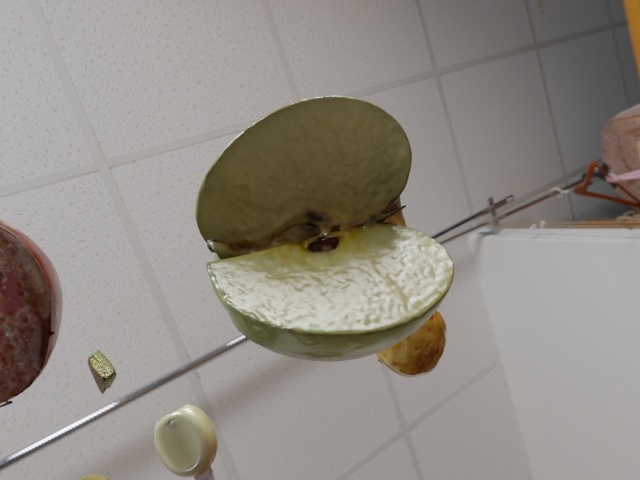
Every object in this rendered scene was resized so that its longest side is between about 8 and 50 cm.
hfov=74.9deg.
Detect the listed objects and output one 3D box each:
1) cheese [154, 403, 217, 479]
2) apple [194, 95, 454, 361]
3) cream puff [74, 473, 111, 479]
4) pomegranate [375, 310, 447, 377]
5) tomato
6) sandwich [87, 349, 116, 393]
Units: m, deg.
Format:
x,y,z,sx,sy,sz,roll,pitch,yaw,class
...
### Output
x,y,z,sx,sy,sz,roll,pitch,yaw,class
-0.280,0.485,0.934,0.137,0.064,0.227,-33,-100,6,cheese
-0.003,0.000,0.518,0.258,0.233,0.295,-17,-103,-8,apple
-0.358,0.506,0.582,0.291,0.257,0.324,22,-114,-17,cream puff
0.249,0.274,1.220,0.248,0.248,0.248,-1,-88,-27,pomegranate
-0.547,0.083,0.624,0.338,0.144,0.338,-3,-75,-11,tomato
-0.406,0.251,0.786,0.031,0.044,0.083,-34,-64,-50,sandwich
